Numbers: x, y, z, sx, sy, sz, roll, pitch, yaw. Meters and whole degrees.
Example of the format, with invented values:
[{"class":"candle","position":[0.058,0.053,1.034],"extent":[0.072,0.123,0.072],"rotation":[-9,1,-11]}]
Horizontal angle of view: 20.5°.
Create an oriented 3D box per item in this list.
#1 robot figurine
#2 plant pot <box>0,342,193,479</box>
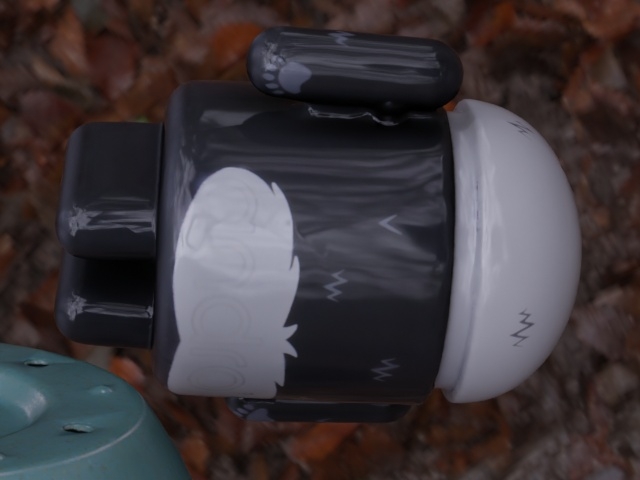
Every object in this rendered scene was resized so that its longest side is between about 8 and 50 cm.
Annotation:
[{"class":"robot figurine","position":[0.000,0.000,0.952],"extent":[0.278,0.209,0.173],"rotation":[3,76,-5]},{"class":"plant pot","position":[-0.159,0.169,0.661],"extent":[0.293,0.293,0.235],"rotation":[10,103,25]}]
